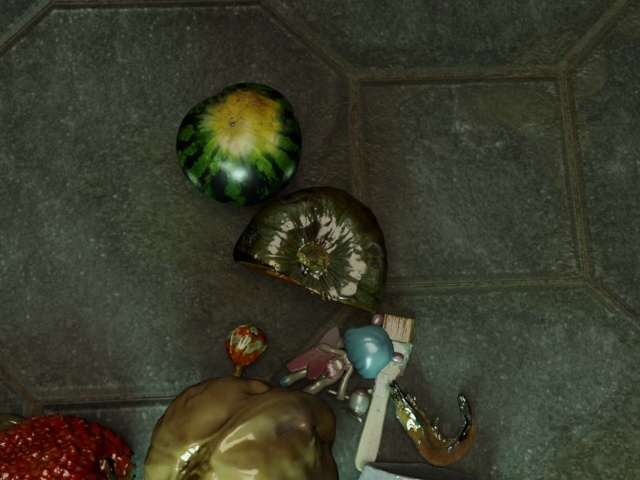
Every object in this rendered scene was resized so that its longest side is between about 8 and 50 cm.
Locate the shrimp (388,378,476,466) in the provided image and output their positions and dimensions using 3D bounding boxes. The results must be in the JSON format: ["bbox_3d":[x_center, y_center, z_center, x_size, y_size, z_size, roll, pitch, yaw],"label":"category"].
[{"bbox_3d":[0.239,0.361,1.505,0.152,0.046,0.219,-37,90,-9],"label":"shrimp"}]

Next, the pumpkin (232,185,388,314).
[{"bbox_3d":[0.000,0.000,1.482,0.324,0.242,0.232,19,87,-2],"label":"pumpkin"}]

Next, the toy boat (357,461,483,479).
[{"bbox_3d":[0.212,0.579,1.446,0.275,0.111,0.294,-7,91,-3],"label":"toy boat"}]

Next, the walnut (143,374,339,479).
[{"bbox_3d":[-0.135,0.414,1.320,0.383,0.383,0.384,0,78,-2],"label":"walnut"}]

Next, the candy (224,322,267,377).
[{"bbox_3d":[-0.181,0.314,1.505,0.084,0.078,0.288,17,87,-36],"label":"candy"}]

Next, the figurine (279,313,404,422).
[{"bbox_3d":[0.045,0.277,1.489,0.260,0.103,0.205,-28,74,5],"label":"figurine"}]

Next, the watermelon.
[{"bbox_3d":[-0.164,-0.200,1.514,0.268,0.269,0.269,0,78,-2],"label":"watermelon"}]

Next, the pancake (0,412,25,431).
[{"bbox_3d":[-0.661,0.471,1.457,0.222,0.042,0.236,35,79,7],"label":"pancake"}]

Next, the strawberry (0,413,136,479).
[{"bbox_3d":[-0.527,0.480,1.343,0.351,0.267,0.312,7,43,-18],"label":"strawberry"}]

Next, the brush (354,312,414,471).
[{"bbox_3d":[0.130,0.323,1.529,0.085,0.020,0.337,14,78,1],"label":"brush"}]
